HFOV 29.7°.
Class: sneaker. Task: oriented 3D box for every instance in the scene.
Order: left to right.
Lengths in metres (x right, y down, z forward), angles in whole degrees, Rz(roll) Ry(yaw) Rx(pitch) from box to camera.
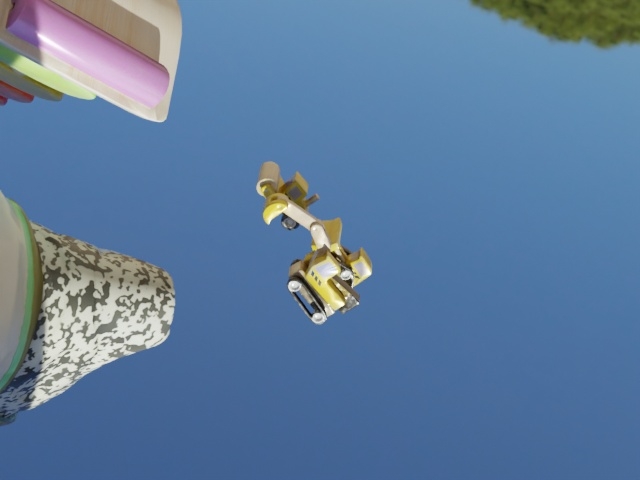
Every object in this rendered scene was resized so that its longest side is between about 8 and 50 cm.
[{"bbox_3d":[-0.233,0.074,0.773,0.182,0.158,0.410,11,164,-36],"label":"sneaker"}]

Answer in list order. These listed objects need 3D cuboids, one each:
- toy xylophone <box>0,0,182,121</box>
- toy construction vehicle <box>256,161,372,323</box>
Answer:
[{"bbox_3d":[-0.228,-0.145,0.665,0.236,0.081,0.322,25,171,-37],"label":"toy xylophone"},{"bbox_3d":[0.000,0.000,0.698,0.098,0.035,0.086,55,-160,-21],"label":"toy construction vehicle"}]
